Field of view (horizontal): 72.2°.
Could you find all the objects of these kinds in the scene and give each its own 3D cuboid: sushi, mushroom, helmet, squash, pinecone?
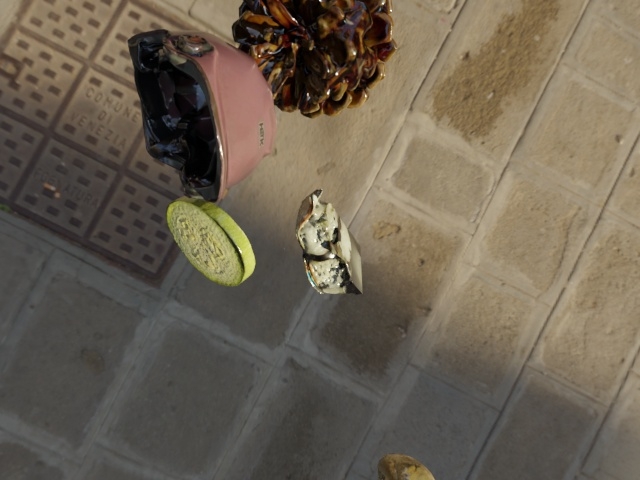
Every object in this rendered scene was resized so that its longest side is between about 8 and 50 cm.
[{"bbox_3d":[-0.005,0.008,0.941,0.109,0.273,0.134,-15,49,20],"label":"sushi"},{"bbox_3d":[0.129,0.408,0.683,0.112,0.148,0.147,6,88,2],"label":"mushroom"},{"bbox_3d":[-0.185,-0.226,0.770,0.197,0.338,0.270,-26,135,-35],"label":"helmet"},{"bbox_3d":[-0.262,0.001,1.051,0.252,0.252,0.049,48,53,-2],"label":"squash"},{"bbox_3d":[-0.032,-0.494,1.084,0.399,0.398,0.396,0,89,-5],"label":"pinecone"}]
